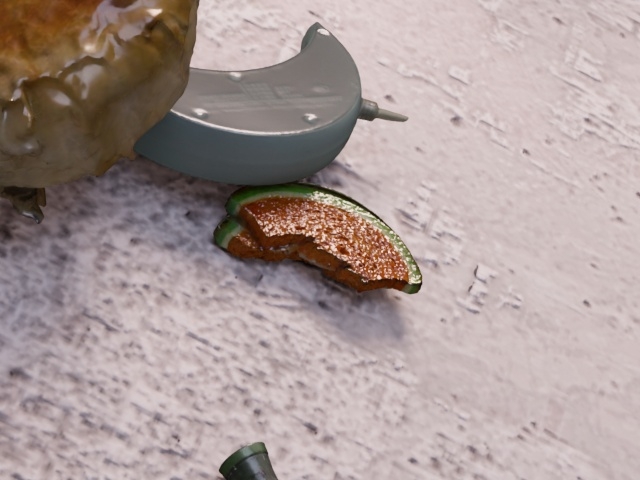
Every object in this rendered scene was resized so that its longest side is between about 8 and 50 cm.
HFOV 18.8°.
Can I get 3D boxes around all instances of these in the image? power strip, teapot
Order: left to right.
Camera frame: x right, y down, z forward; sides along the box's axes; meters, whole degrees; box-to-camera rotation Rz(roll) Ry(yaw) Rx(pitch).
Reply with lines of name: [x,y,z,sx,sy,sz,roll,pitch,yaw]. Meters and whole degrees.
power strip: [-0.043,-0.091,1.257,0.216,0.044,0.137,-4,41,-29]
teapot: [-0.020,0.162,1.085,0.043,0.043,0.110,-17,59,-36]

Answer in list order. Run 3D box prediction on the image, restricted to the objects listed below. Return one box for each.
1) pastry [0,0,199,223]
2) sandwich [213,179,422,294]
pastry: [-0.184,-0.141,1.159,0.236,0.121,0.257,10,62,7]
sandwich: [0.002,0.000,1.232,0.135,0.029,0.067,23,45,-7]
